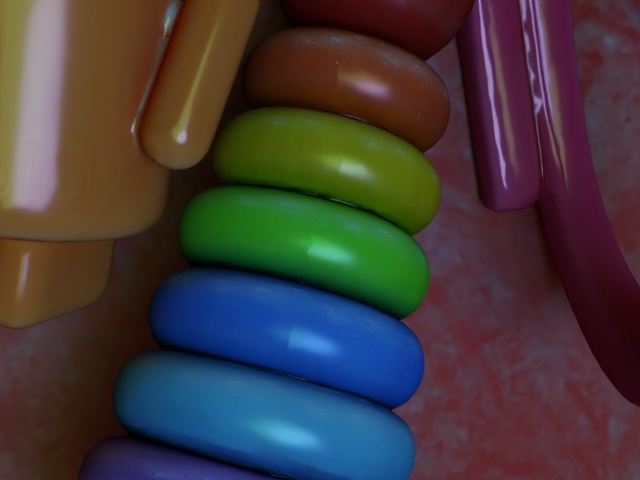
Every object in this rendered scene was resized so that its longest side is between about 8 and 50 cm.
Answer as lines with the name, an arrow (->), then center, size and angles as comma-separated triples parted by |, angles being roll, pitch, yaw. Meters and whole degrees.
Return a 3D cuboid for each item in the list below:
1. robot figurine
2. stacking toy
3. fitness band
robot figurine -> -0.113, -0.080, 0.479 | 0.128, 0.158, 0.220 | 1, 101, -33
stacking toy -> 0.000, 0.000, 0.501 | 0.141, 0.141, 0.330 | 19, 79, -16
fitness band -> 0.117, -0.075, 0.493 | 0.054, 0.209, 0.291 | -14, 104, -12
